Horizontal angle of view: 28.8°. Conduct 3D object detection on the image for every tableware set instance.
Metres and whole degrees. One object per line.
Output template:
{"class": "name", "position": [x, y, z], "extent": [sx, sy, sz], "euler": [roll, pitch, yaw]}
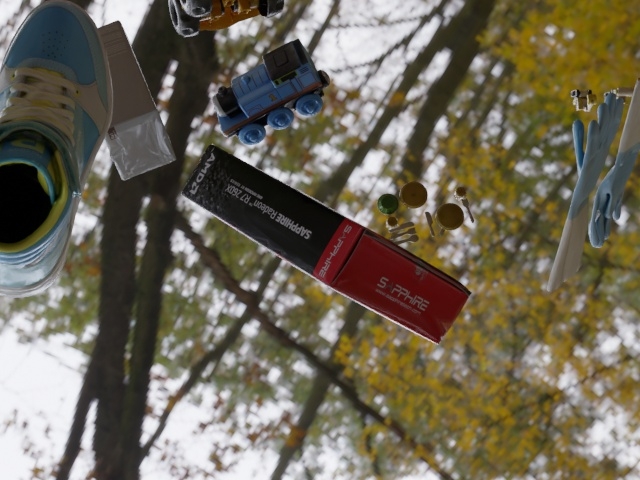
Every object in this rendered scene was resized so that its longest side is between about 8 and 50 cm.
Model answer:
{"class": "tableware set", "position": [0.179, -0.054, 2.129], "extent": [0.154, 0.024, 0.104], "euler": [-17, -102, 0]}

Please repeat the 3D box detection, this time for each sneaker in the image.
{"class": "sneaker", "position": [-0.272, -0.113, 1.221], "extent": [0.127, 0.208, 0.319], "euler": [8, -103, -9]}

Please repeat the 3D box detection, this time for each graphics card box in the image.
{"class": "graphics card box", "position": [0.000, 0.000, 1.688], "extent": [0.233, 0.094, 0.371], "euler": [29, -178, -43]}

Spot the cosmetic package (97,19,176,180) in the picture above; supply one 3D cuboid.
{"class": "cosmetic package", "position": [-0.322, -0.228, 2.017], "extent": [0.107, 0.127, 0.238], "euler": [-24, -126, -7]}

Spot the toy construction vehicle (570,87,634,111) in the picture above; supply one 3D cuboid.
{"class": "toy construction vehicle", "position": [0.424, -0.209, 1.873], "extent": [0.086, 0.035, 0.098], "euler": [0, -178, -6]}

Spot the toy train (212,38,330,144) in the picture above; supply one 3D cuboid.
{"class": "toy train", "position": [-0.078, -0.218, 1.861], "extent": [0.105, 0.184, 0.080], "euler": [55, -167, -46]}

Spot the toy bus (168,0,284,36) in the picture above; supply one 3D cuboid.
{"class": "toy bus", "position": [-0.134, -0.384, 1.591], "extent": [0.149, 0.220, 0.211], "euler": [-18, -93, -15]}

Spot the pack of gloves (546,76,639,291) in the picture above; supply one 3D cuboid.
{"class": "pack of gloves", "position": [0.313, -0.080, 1.432], "extent": [0.046, 0.232, 0.195], "euler": [24, -149, 25]}
